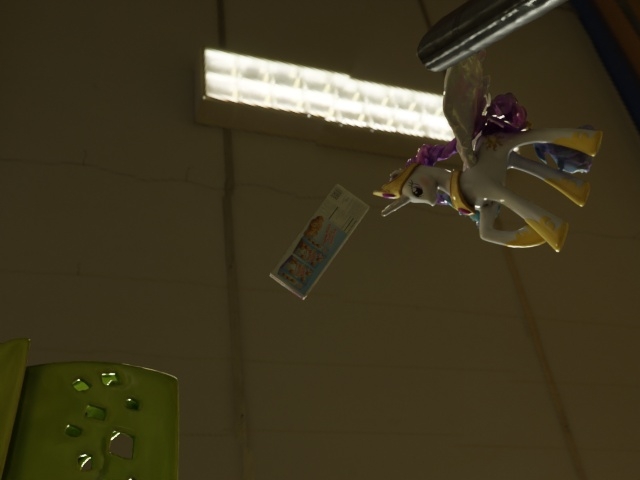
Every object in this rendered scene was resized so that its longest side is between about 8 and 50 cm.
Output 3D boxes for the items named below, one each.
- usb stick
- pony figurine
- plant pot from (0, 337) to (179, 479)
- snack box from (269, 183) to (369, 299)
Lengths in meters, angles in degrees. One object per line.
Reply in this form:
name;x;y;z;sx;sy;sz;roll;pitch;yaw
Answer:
usb stick;0.170;-0.204;0.566;0.077;0.278;0.045;-39;-79;-19
pony figurine;0.310;-0.161;1.266;0.363;0.303;0.351;19;-103;27
plant pot;-0.287;0.245;0.679;0.207;0.228;0.227;32;-148;-33
snack box;0.000;0.000;1.046;0.064;0.022;0.178;36;-107;0
